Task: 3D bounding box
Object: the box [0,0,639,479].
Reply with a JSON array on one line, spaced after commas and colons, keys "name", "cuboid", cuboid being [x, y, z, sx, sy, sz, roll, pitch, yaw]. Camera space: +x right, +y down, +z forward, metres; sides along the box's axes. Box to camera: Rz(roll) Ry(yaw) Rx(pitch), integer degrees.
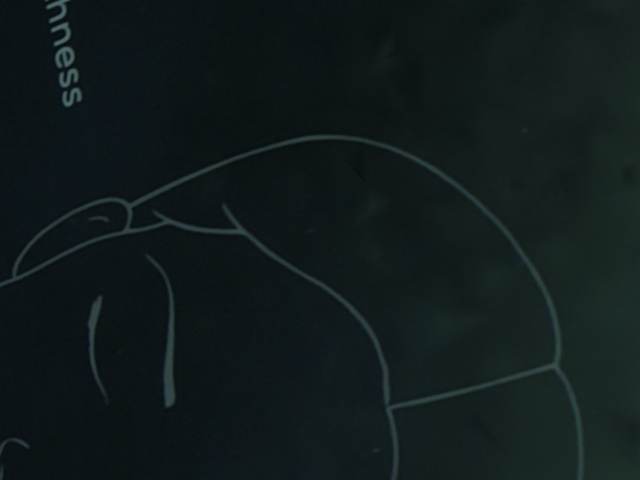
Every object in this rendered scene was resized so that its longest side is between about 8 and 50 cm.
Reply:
[{"name": "box", "cuboid": [0.000, 0.000, 0.601, 0.471, 0.297, 0.480, -17, 77, 25]}]
